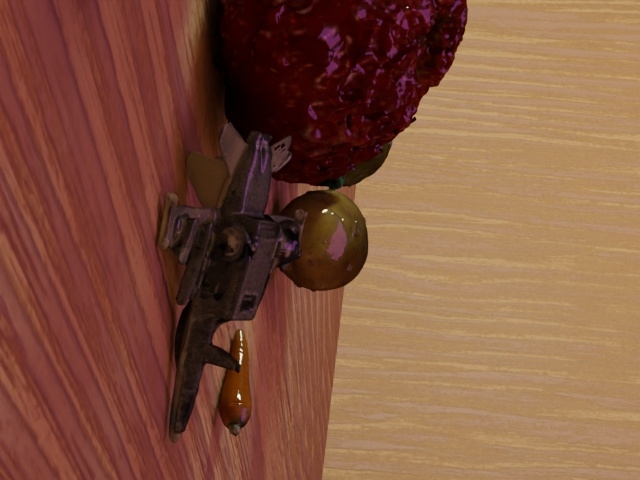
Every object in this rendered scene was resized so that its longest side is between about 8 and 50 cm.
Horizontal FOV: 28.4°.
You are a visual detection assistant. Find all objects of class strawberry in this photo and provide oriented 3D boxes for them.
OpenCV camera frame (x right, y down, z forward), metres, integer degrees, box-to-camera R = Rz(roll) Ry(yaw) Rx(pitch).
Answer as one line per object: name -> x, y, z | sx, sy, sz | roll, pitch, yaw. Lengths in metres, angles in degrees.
strawberry -> 0.018, -0.187, 1.118 | 0.274, 0.220, 0.274 | 1, 90, -86

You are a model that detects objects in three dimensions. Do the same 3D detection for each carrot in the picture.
carrot -> -0.088, 0.148, 1.321 | 0.142, 0.035, 0.035 | -91, -178, -51

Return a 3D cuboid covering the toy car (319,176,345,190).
toy car -> 0.008, -0.232, 1.664 | 0.141, 0.097, 0.321 | 71, 24, -63

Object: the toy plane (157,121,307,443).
toy plane -> -0.075, 0.040, 1.011 | 0.192, 0.088, 0.262 | 4, 95, -58

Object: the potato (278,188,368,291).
potato -> 0.000, 0.000, 1.689 | 0.176, 0.137, 0.137 | -50, 144, -78

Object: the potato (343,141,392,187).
potato -> 0.034, -0.225, 1.819 | 0.176, 0.141, 0.298 | 149, -60, -79
